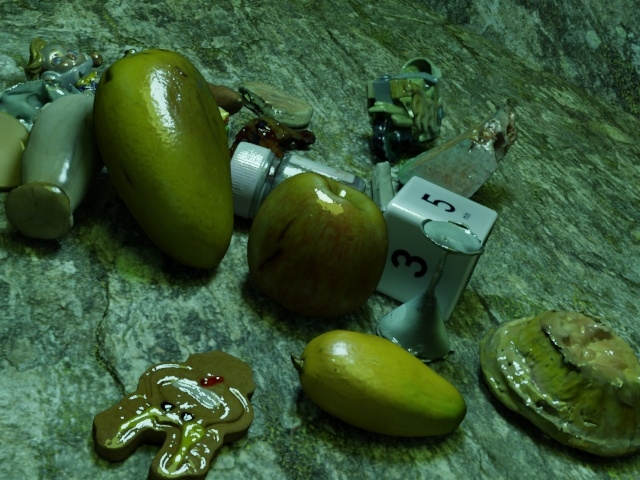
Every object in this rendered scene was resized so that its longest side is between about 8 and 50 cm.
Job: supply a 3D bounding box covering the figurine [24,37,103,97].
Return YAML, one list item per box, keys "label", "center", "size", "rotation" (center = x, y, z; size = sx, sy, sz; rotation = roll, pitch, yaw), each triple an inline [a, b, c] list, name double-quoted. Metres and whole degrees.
- label: "figurine"
  center: [-0.545, -0.354, 2.104]
  size: [0.274, 0.133, 0.194]
  rotation: [22, 44, -13]

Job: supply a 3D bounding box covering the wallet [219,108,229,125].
- label: "wallet"
  center: [-0.314, -0.210, 1.942]
  size: [0.141, 0.067, 0.241]
  rotation: [30, 60, 12]

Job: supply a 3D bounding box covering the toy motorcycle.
- label: "toy motorcycle"
  center: [0.235, -0.354, 2.458]
  size: [0.168, 0.237, 0.410]
  rotation: [1, 20, 28]

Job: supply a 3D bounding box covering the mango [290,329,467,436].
- label: "mango"
  center: [0.096, 0.231, 1.467]
  size: [0.317, 0.119, 0.176]
  rotation: [23, 25, -11]

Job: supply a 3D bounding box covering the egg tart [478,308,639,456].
- label: "egg tart"
  center: [0.460, 0.230, 1.651]
  size: [0.352, 0.150, 0.352]
  rotation: [15, 32, -10]

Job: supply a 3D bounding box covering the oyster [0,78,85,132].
- label: "oyster"
  center: [-0.587, -0.254, 1.926]
  size: [0.252, 0.087, 0.199]
  rotation: [-43, 97, -31]

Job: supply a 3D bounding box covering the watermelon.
- label: "watermelon"
  center: [0.355, -0.184, 2.276]
  size: [0.151, 0.302, 0.264]
  rotation: [58, 29, -8]

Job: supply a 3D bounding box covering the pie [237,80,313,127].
- label: "pie"
  center: [-0.109, -0.366, 2.453]
  size: [0.185, 0.052, 0.218]
  rotation: [-10, 38, -40]

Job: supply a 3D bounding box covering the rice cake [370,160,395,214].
- label: "rice cake"
  center: [0.149, -0.112, 2.153]
  size: [0.052, 0.057, 0.256]
  rotation: [16, 29, -9]

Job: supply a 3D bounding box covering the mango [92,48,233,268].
- label: "mango"
  center: [-0.281, -0.150, 1.720]
  size: [0.301, 0.220, 0.445]
  rotation: [27, 43, -72]

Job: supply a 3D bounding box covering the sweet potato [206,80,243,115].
- label: "sweet potato"
  center: [-0.313, -0.361, 2.282]
  size: [0.354, 0.095, 0.106]
  rotation: [23, -18, 30]

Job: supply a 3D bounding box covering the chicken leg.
- label: "chicken leg"
  center: [-0.115, -0.224, 2.185]
  size: [0.177, 0.083, 0.322]
  rotation: [27, 30, -3]

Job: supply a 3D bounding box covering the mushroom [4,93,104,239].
- label: "mushroom"
  center: [-0.482, -0.157, 1.727]
  size: [0.154, 0.137, 0.407]
  rotation: [47, 24, -24]

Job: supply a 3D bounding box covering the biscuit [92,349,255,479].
- label: "biscuit"
  center: [-0.194, 0.243, 1.339]
  size: [0.186, 0.044, 0.295]
  rotation: [26, 29, 8]

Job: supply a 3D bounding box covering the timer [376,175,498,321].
- label: "timer"
  center: [0.216, 0.013, 1.829]
  size: [0.195, 0.192, 0.194]
  rotation: [26, 29, 12]

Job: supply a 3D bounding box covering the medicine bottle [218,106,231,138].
- label: "medicine bottle"
  center: [-0.280, -0.241, 2.089]
  size: [0.132, 0.088, 0.188]
  rotation: [24, 29, 9]

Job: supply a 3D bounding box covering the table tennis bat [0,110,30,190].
- label: "table tennis bat"
  center: [-0.593, -0.180, 1.799]
  size: [0.321, 0.050, 0.198]
  rotation: [-1, 56, -44]

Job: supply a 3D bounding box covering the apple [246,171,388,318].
- label: "apple"
  center: [0.000, 0.000, 1.673]
  size: [0.264, 0.264, 0.264]
  rotation: [15, 28, -8]

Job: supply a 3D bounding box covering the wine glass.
- label: "wine glass"
  center: [0.201, 0.085, 1.653]
  size: [0.156, 0.232, 0.156]
  rotation: [14, 28, -8]

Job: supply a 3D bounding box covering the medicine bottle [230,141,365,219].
- label: "medicine bottle"
  center: [-0.057, -0.091, 1.881]
  size: [0.273, 0.165, 0.165]
  rotation: [19, 28, 1]
